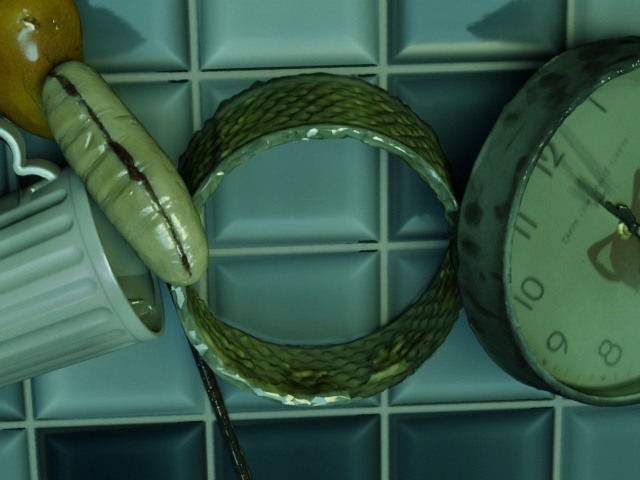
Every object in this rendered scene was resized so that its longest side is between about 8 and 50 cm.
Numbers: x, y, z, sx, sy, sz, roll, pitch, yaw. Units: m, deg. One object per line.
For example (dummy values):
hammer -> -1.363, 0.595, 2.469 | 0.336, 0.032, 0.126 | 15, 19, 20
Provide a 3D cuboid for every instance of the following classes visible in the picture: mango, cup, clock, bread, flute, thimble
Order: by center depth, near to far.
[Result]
bread -> -0.162, -0.056, 1.582 | 0.073, 0.053, 0.214 | -38, 82, 21
mango -> -0.249, -0.152, 1.648 | 0.105, 0.084, 0.159 | -11, 111, 6
clock -> 0.263, -0.013, 1.664 | 0.325, 0.067, 0.325 | -11, 110, -31
cup -> -0.265, 0.015, 1.684 | 0.202, 0.167, 0.221 | -21, 77, 7
thimble -> 0.000, 0.000, 1.685 | 0.270, 0.150, 0.271 | -1, 111, -3
flute -> -0.097, 0.152, 1.809 | 0.014, 0.014, 0.269 | -17, 111, 3
